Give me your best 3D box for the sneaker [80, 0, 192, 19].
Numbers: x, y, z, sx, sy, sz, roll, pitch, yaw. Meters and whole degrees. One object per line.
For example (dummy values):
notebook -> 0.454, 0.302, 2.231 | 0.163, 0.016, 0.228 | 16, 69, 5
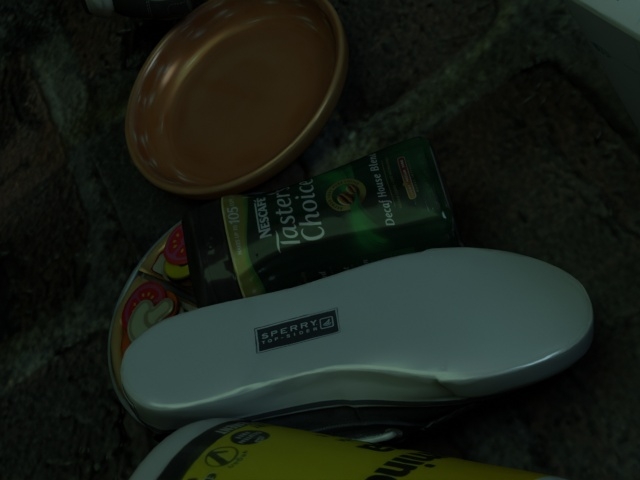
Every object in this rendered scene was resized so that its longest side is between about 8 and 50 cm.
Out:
sneaker -> -0.104, -0.286, 1.305 | 0.108, 0.100, 0.271 | 15, 60, 17

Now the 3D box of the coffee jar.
coffee jar -> 0.000, 0.000, 1.039 | 0.184, 0.079, 0.096 | -17, 56, 4

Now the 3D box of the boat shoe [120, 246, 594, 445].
boat shoe -> 0.028, 0.088, 0.984 | 0.301, 0.102, 0.108 | -13, 46, 8

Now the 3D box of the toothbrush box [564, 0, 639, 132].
toothbrush box -> 0.298, -0.058, 0.827 | 0.126, 0.216, 0.295 | -47, 47, -2

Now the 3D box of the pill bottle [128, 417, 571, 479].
pill bottle -> 0.055, 0.209, 0.828 | 0.334, 0.188, 0.188 | 6, 65, 34

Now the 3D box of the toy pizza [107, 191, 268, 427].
toy pizza -> -0.076, 0.048, 1.115 | 0.201, 0.032, 0.201 | -16, 55, 23

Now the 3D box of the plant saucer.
plant saucer -> -0.063, -0.115, 1.207 | 0.200, 0.037, 0.200 | -17, 54, 24
